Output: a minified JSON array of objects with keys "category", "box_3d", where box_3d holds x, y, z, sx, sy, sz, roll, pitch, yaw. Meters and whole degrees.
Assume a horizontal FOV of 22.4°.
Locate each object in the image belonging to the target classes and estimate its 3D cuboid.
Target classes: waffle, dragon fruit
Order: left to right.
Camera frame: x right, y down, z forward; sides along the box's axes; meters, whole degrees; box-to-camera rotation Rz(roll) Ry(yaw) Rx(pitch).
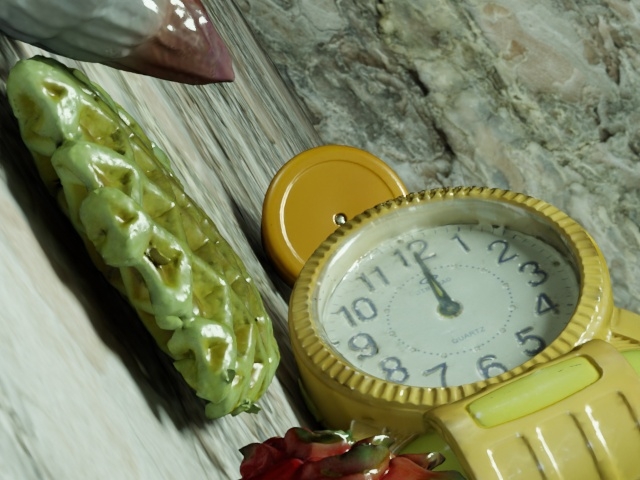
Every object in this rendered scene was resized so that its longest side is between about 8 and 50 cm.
[{"category":"waffle","box_3d":[-0.085,-0.001,0.829,0.208,0.054,0.214,54,3,1]},{"category":"dragon fruit","box_3d":[0.018,0.135,0.645,0.142,0.121,0.130,28,12,8]}]

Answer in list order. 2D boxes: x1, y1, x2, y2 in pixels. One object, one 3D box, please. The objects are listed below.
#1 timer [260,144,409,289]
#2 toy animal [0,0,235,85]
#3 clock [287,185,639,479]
[{"category":"timer","box_3d":[0.000,0.000,1.407,0.132,0.132,0.152,59,-19,5]},{"category":"toy animal","box_3d":[-0.157,-0.152,0.776,0.195,0.090,0.324,28,-5,28]},{"category":"clock","box_3d":[0.112,0.107,1.123,0.317,0.244,0.200,-123,-163,-44]}]
